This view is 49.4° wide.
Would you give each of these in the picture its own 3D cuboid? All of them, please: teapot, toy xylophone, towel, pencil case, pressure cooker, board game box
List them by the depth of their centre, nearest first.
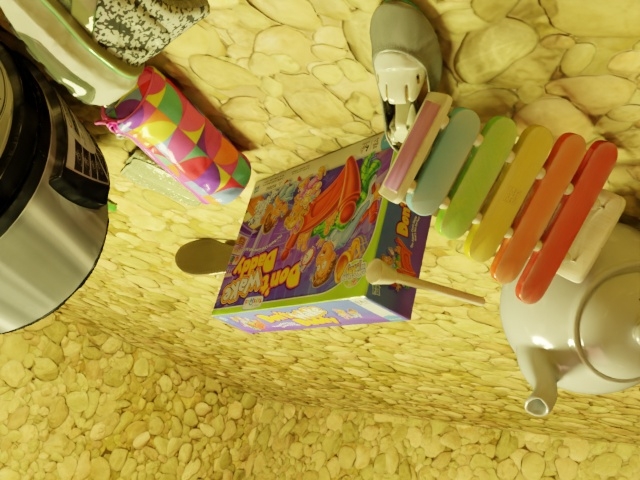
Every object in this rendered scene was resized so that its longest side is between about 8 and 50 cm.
[{"bbox_3d":[0.187,-0.028,0.773,0.323,0.236,0.081,11,-165,-30],"label":"toy xylophone"},{"bbox_3d":[0.372,0.090,0.891,0.253,0.256,0.187,8,-174,-11],"label":"teapot"},{"bbox_3d":[-0.505,-0.081,0.914,0.370,0.375,0.420,15,159,8],"label":"pressure cooker"},{"bbox_3d":[-0.194,-0.135,0.947,0.104,0.104,0.236,0,155,34],"label":"pencil case"},{"bbox_3d":[0.000,0.000,0.964,0.078,0.233,0.347,29,154,-31],"label":"board game box"},{"bbox_3d":[-0.257,-0.101,1.169,0.148,0.027,0.110,24,158,-20],"label":"towel"}]

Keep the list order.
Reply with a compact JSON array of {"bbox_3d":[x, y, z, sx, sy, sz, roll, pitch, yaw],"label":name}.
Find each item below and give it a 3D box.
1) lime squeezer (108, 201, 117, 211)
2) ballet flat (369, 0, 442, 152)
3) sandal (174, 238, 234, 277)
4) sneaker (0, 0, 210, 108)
[{"bbox_3d":[-0.508,-0.125,1.269,0.310,0.058,0.110,24,-173,-25],"label":"lime squeezer"},{"bbox_3d":[0.092,-0.158,0.737,0.072,0.068,0.213,8,157,17],"label":"ballet flat"},{"bbox_3d":[-0.181,0.049,1.405,0.240,0.088,0.079,-4,146,30],"label":"sandal"},{"bbox_3d":[-0.238,-0.301,0.584,0.182,0.158,0.410,-25,144,12],"label":"sneaker"}]
